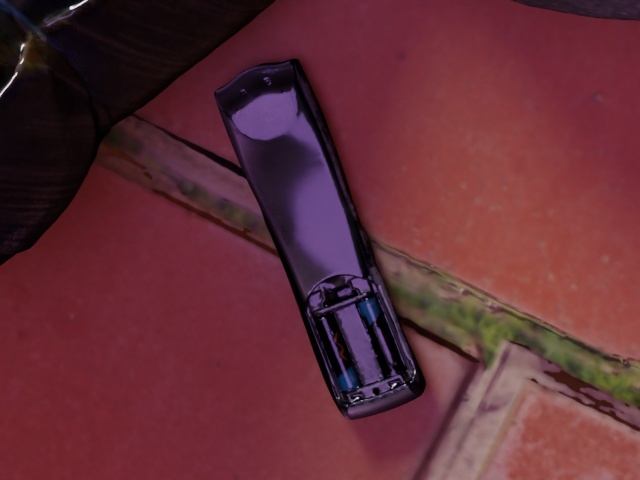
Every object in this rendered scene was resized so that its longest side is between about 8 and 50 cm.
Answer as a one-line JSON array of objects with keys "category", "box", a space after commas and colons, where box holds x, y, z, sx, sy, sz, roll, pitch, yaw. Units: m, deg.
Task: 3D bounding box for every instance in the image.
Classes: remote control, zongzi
[{"category": "remote control", "box": [0.000, 0.000, 1.023, 0.059, 0.028, 0.212, -21, 95, 17]}, {"category": "zongzi", "box": [-0.206, -0.206, 0.991, 0.432, 0.208, 0.403, -41, 68, -11]}]

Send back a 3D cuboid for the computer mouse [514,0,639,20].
[{"category": "computer mouse", "box": [0.095, -0.197, 0.788, 0.374, 0.114, 0.203, 20, 137, 35]}]
